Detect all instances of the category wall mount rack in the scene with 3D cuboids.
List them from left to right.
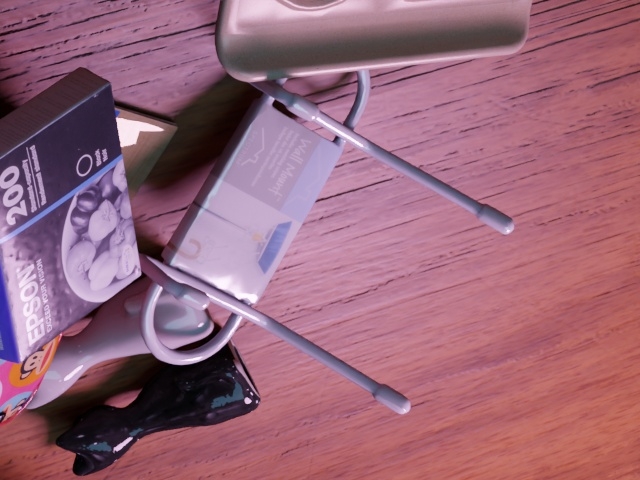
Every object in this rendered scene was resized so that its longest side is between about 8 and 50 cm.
[{"bbox_3d":[0.000,0.000,1.875,0.304,0.130,0.350,28,94,-38],"label":"wall mount rack"}]

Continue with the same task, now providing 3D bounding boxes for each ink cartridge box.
[{"bbox_3d":[-0.242,-0.006,1.639,0.208,0.045,0.206,-38,138,-35],"label":"ink cartridge box"}]

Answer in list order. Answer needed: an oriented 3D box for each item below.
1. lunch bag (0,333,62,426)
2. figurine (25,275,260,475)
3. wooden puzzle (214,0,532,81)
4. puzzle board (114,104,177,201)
[{"bbox_3d":[-0.330,0.046,1.734,0.258,0.120,0.293,-15,134,-52],"label":"lunch bag"},{"bbox_3d":[-0.193,0.135,1.991,0.209,0.092,0.215,-28,137,0],"label":"figurine"},{"bbox_3d":[0.068,-0.318,1.738,0.322,0.080,0.348,-9,128,-25],"label":"wooden puzzle"},{"bbox_3d":[-0.202,-0.070,1.846,0.096,0.011,0.128,16,118,-39],"label":"puzzle board"}]
